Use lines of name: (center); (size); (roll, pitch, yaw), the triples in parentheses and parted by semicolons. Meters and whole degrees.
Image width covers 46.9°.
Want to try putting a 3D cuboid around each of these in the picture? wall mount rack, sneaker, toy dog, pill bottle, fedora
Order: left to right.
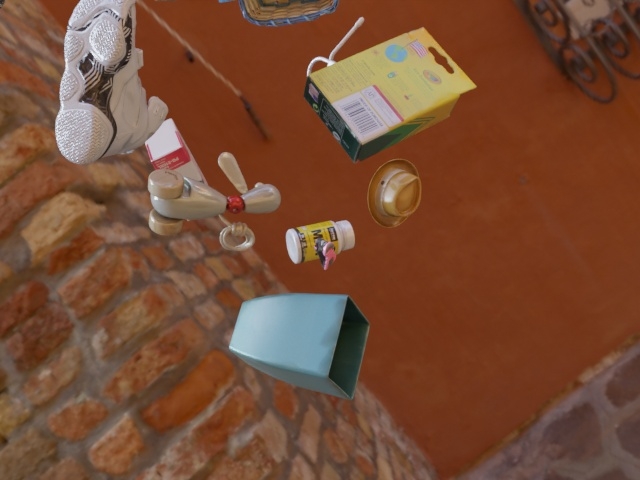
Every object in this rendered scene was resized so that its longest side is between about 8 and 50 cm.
sneaker: (-0.415, -0.337, 1.515); (0.210, 0.138, 0.365); (-17, -55, -66)
toy dog: (-0.284, -0.117, 1.818); (0.220, 0.334, 0.161); (-53, 41, 28)
pill bottle: (0.000, 0.000, 2.466); (0.209, 0.119, 0.119); (-13, 2, -18)
sneaker: (0.008, 0.033, 2.033); (0.047, 0.057, 0.119); (-48, -25, -28)
wall mount rack: (0.128, -0.543, 2.374); (0.131, 0.350, 0.304); (-11, -54, -47)
fedora: (0.217, -0.124, 1.992); (0.194, 0.194, 0.079); (-42, 32, -21)

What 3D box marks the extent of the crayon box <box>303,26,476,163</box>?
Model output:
crayon box: (0.151, -0.318, 1.586); (0.319, 0.202, 0.081); (-27, -20, -21)

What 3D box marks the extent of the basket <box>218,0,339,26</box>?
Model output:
basket: (-0.080, -0.565, 1.582); (0.255, 0.201, 0.289); (-8, 28, 6)

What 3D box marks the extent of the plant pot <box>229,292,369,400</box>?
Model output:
plant pot: (-0.048, 0.201, 1.474); (0.234, 0.165, 0.165); (5, 66, 23)

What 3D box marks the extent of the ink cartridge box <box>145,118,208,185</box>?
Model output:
ink cartridge box: (-0.401, -0.199, 2.101); (0.100, 0.237, 0.172); (-27, 42, -3)

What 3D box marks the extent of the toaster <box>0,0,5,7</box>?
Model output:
toaster: (-1.018, -0.687, 2.094); (0.227, 0.146, 0.129); (-35, -10, 23)
